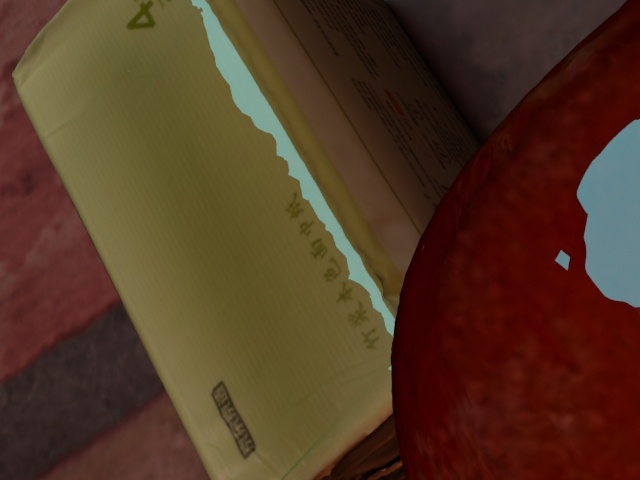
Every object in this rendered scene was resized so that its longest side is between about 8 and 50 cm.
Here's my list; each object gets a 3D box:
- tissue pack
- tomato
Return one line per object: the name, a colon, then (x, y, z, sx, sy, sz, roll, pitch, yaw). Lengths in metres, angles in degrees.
tissue pack: (0.000, 0.000, 0.732, 0.125, 0.159, 0.234, -43, 61, 23)
tomato: (0.184, 0.027, 0.508, 0.325, 0.290, 0.293, -41, 60, 5)
